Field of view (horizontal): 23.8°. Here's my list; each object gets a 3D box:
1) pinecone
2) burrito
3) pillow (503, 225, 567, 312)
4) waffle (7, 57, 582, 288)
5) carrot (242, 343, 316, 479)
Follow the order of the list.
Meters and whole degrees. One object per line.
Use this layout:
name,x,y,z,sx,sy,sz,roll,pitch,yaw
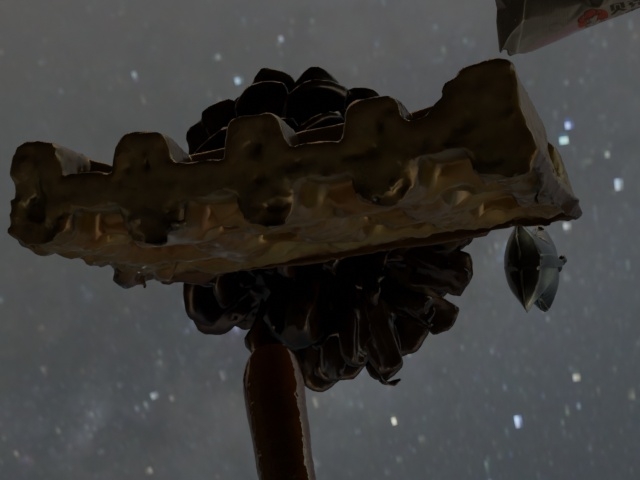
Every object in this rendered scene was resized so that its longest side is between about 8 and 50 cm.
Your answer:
pinecone,-0.002,0.002,1.418,0.296,0.298,0.242,22,-153,36
burrito,0.231,-0.209,1.219,0.203,0.064,0.064,-22,-138,10
pillow,0.224,0.029,1.611,0.055,0.135,0.091,21,-83,21
waffle,-0.006,-0.030,1.031,0.348,0.304,0.078,-8,-98,12
carrot,-0.019,0.165,0.977,0.043,0.043,0.248,-13,-132,2
